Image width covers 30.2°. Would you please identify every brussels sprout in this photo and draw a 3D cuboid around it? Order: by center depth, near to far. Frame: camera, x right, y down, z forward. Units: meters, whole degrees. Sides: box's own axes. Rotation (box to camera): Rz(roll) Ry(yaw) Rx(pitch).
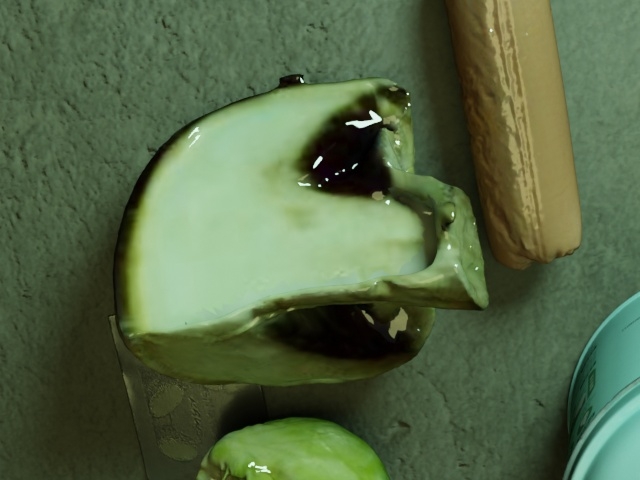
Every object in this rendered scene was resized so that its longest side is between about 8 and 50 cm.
[{"bbox_3d":[-0.013,0.231,1.045,0.183,0.145,0.131,35,132,34],"label":"brussels sprout"}]

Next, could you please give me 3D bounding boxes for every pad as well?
[{"bbox_3d":[-0.115,0.149,1.101,0.127,0.004,0.190,-11,102,6],"label":"pad"}]

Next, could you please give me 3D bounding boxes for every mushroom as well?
[{"bbox_3d":[-0.006,-0.005,1.007,0.292,0.212,0.217,-16,56,19],"label":"mushroom"}]

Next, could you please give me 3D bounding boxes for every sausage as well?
[{"bbox_3d":[0.160,-0.116,0.983,0.086,0.086,0.289,-10,100,6],"label":"sausage"}]

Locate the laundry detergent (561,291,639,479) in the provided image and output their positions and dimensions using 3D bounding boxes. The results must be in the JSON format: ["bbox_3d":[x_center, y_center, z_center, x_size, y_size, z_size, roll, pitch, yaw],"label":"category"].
[{"bbox_3d":[0.327,0.191,0.906,0.287,0.305,0.287,3,103,13],"label":"laundry detergent"}]
